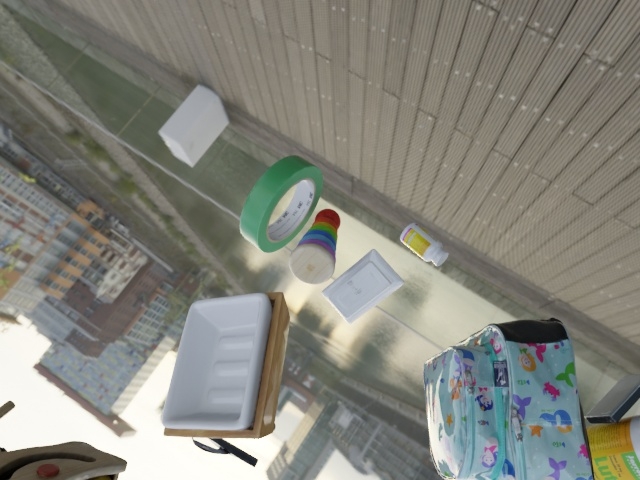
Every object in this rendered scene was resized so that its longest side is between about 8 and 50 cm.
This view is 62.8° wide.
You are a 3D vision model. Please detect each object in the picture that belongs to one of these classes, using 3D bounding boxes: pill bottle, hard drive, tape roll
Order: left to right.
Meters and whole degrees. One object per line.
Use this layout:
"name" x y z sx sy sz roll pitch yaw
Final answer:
"tape roll" -0.119 -0.113 1.671 0.077 0.321 0.321 35 168 20
"pill bottle" 0.184 0.008 0.923 0.083 0.043 0.043 43 172 29
"hard drive" 0.627 0.332 1.098 0.022 0.135 0.094 50 164 12
"pill bottle" 0.642 0.436 1.076 0.136 0.136 0.246 38 136 -11

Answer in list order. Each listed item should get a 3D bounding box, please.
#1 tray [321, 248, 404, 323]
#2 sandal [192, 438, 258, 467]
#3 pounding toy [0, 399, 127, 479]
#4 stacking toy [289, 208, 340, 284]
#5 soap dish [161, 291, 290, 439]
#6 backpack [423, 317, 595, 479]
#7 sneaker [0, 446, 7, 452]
"tray" 0.123 0.154 1.652 0.145 0.030 0.270 49 125 3
"sandal" -0.299 0.598 1.520 0.255 0.054 0.097 32 156 -4
"pounding toy" -0.380 0.309 0.688 0.154 0.154 0.270 13 179 38
"stacking toy" 0.000 0.000 1.691 0.141 0.141 0.330 38 -151 -10
"soap dish" -0.181 0.255 1.065 0.229 0.290 0.118 -10 146 27
"backpack" 0.247 0.247 0.703 0.191 0.253 0.225 -6 161 -6
"sneaker" -0.860 0.591 1.393 0.079 0.216 0.121 3 -135 -40
